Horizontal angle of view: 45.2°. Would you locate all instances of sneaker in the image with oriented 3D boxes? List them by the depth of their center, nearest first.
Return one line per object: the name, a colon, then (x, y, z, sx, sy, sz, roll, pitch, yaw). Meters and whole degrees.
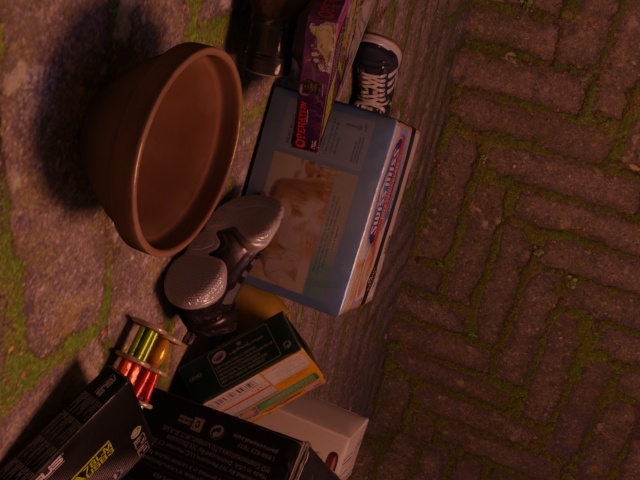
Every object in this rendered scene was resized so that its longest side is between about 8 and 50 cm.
sneaker: (-0.149, 0.047, 1.221, 0.269, 0.101, 0.153, -51, 156, -40)
sneaker: (0.114, -0.339, 1.699, 0.282, 0.099, 0.153, 53, 55, -76)

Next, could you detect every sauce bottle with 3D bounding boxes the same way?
sauce bottle: (-0.047, -0.394, 1.019, 0.111, 0.111, 0.345, -44, 151, -61)

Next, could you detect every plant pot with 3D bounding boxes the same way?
plant pot: (-0.186, -0.109, 0.852, 0.237, 0.109, 0.238, 20, 90, -76)
plant pot: (-0.113, 0.152, 1.482, 0.134, 0.095, 0.134, 18, 90, -76)

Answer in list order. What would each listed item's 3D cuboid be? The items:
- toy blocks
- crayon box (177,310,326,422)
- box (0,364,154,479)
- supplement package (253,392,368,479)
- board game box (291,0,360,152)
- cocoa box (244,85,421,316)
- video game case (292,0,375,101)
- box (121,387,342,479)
toy blocks: (-0.259, 0.192, 1.075, 0.123, 0.054, 0.148, 68, 43, -70)
crayon box: (-0.113, 0.248, 1.421, 0.203, 0.083, 0.323, -29, 158, -3)
box: (-0.302, 0.276, 0.968, 0.191, 0.045, 0.184, -46, 156, -31)
supplement package: (-0.051, 0.439, 1.740, 0.204, 0.261, 0.145, 3, 105, -75)
board game box: (0.020, -0.314, 1.189, 0.347, 0.056, 0.208, -74, 179, -51)
cocoa box: (0.008, -0.072, 1.374, 0.228, 0.231, 0.347, -11, 118, -73)
video game case: (0.044, -0.447, 1.429, 0.300, 0.036, 0.329, 39, 71, -75)
box: (-0.176, 0.568, 1.263, 0.480, 0.297, 0.472, 66, 43, -57)
